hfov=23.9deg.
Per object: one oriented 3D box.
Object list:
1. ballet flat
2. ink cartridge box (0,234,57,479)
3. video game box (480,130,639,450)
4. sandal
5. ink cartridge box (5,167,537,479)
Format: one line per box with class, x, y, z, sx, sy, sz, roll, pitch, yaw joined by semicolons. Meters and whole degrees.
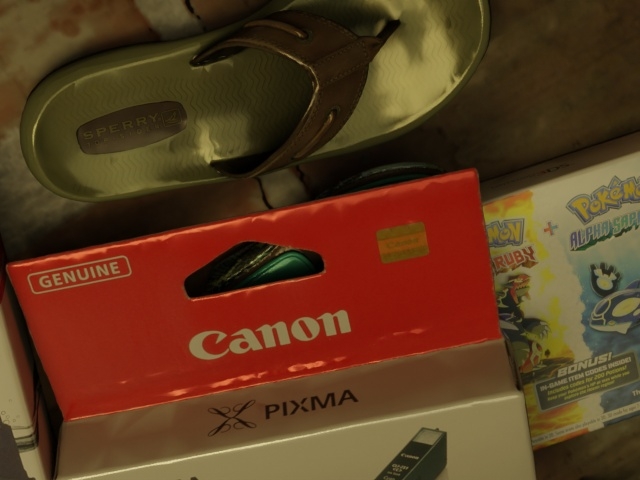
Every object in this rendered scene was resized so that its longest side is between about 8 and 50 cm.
ballet flat;0.000;0.000;0.965;0.188;0.070;0.070;-30;110;9
ink cartridge box;-0.263;0.103;0.935;0.171;0.100;0.237;-13;109;-5
video game box;0.174;0.037;1.022;0.205;0.048;0.187;-18;107;-4
sandal;-0.033;-0.087;0.924;0.302;0.086;0.120;-21;110;-3
ink cartridge box;-0.022;0.107;0.945;0.296;0.066;0.261;-12;124;3
